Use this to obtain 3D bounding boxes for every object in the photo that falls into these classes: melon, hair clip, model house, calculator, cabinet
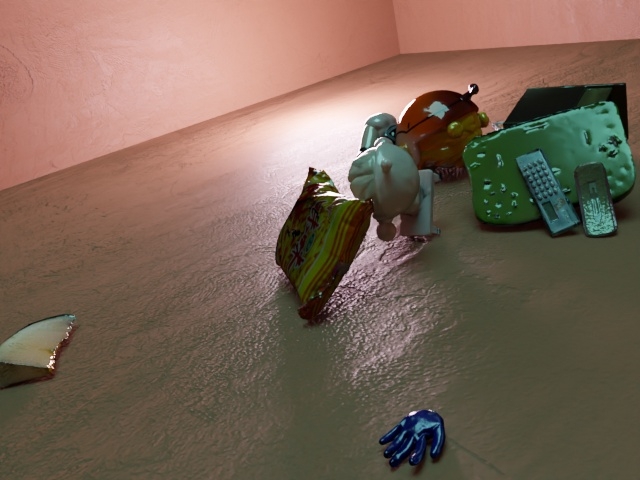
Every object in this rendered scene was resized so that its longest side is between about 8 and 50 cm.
[{"bbox_3d":[-0.492,0.180,1.106,0.098,0.054,0.182,-7,23,-4],"label":"melon"},{"bbox_3d":[0.485,-0.071,1.123,0.054,0.137,0.022,-12,-16,22],"label":"hair clip"},{"bbox_3d":[0.450,-0.120,1.257,0.294,0.207,0.154,-14,-22,20],"label":"model house"},{"bbox_3d":[0.414,-0.092,1.166,0.057,0.172,0.018,-25,-26,18],"label":"calculator"},{"bbox_3d":[0.548,-0.238,1.411,0.215,0.148,0.175,5,40,37],"label":"cabinet"}]

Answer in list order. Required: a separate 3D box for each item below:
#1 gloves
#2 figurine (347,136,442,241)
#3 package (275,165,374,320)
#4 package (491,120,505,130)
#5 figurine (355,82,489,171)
[{"bbox_3d":[0.108,0.224,0.716,0.086,0.026,0.064,-26,28,-30],"label":"gloves"},{"bbox_3d":[0.135,-0.089,1.172,0.144,0.182,0.256,23,3,28],"label":"figurine"},{"bbox_3d":[0.003,-0.006,1.127,0.108,0.223,0.288,20,13,-26],"label":"package"},{"bbox_3d":[0.578,-0.325,1.782,0.171,0.027,0.173,-9,19,8],"label":"package"},{"bbox_3d":[0.261,-0.263,1.580,0.323,0.196,0.320,-7,14,39],"label":"figurine"}]
